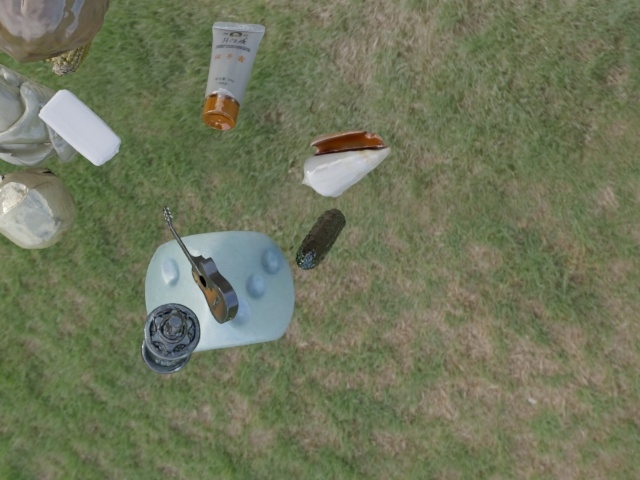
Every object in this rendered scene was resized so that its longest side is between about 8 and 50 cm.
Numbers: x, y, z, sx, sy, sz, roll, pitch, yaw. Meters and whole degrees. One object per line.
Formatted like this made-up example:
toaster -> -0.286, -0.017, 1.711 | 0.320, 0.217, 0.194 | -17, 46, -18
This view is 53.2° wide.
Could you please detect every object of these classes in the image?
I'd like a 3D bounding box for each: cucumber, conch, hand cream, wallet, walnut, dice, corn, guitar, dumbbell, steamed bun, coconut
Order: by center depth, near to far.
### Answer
dumbbell -> -0.220, 0.145, 0.931 | 0.081, 0.082, 0.254 | 29, 154, -5
walnut -> -0.425, -0.396, 0.934 | 0.273, 0.227, 0.273 | 2, 101, 11
guitar -> -0.208, 0.035, 1.077 | 0.233, 0.025, 0.088 | 56, 148, 17
conch -> 0.037, -0.144, 1.156 | 0.094, 0.104, 0.176 | 22, 142, -36
wallet -> -0.560, -0.263, 1.504 | 0.190, 0.033, 0.095 | 42, 91, -11
cucumber -> 0.001, -0.001, 1.518 | 0.072, 0.300, 0.072 | 5, 113, 12
dice -> -0.241, 0.126, 1.529 | 0.264, 0.268, 0.263 | -15, 78, 41
corn -> -0.586, -0.518, 1.529 | 0.097, 0.097, 0.262 | 23, 96, -2
hand cream -> -0.226, -0.433, 1.638 | 0.139, 0.314, 0.089 | 3, 155, 2
coconut -> -0.753, -0.093, 1.663 | 0.224, 0.224, 0.224 | 4, 116, 7
steamed bun -> -0.877, -0.350, 1.902 | 0.342, 0.367, 0.255 | 30, 92, 27
